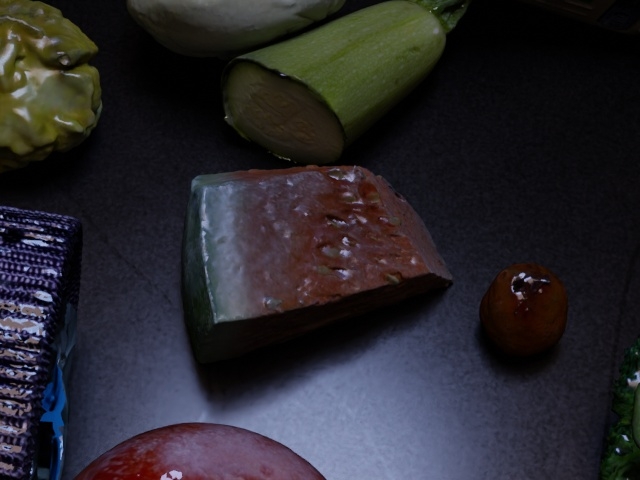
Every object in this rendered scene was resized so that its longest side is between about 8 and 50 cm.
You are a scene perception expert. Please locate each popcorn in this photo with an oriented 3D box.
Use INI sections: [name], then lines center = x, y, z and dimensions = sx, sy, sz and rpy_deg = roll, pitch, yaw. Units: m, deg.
[popcorn]
center = -0.304, -0.134, 1.322
dimensions = 0.168, 0.173, 0.195
rpy_deg = 46, 54, -2

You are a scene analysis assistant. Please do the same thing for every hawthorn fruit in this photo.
[hawthorn fruit]
center = 0.184, 0.057, 1.255
dimensions = 0.081, 0.093, 0.081
rpy_deg = 1, 59, -2

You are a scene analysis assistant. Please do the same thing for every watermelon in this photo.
[watermelon]
center = 0.000, 0.000, 1.281
dimensions = 0.256, 0.140, 0.193
rpy_deg = -3, 66, -14

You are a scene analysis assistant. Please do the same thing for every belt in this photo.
[belt]
center = -0.255, 0.124, 1.089
dimensions = 0.122, 0.260, 0.325
rpy_deg = 8, 57, -6

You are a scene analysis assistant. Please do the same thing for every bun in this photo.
[bun]
center = -0.070, -0.252, 1.389
dimensions = 0.229, 0.145, 0.229
rpy_deg = -16, 42, 15

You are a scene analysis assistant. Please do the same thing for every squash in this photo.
[squash]
center = 0.049, -0.165, 1.389
dimensions = 0.287, 0.137, 0.137
rpy_deg = -28, 63, -33

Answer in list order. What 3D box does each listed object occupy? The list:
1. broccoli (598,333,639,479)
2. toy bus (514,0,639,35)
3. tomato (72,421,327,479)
[broccoli]
center = 0.334, 0.159, 1.087
dimensions = 0.297, 0.297, 0.298
rpy_deg = -16, 56, 24
[toy bus]
center = 0.248, -0.312, 1.421
dimensions = 0.289, 0.139, 0.157
rpy_deg = 14, 61, -18
[tomato]
center = -0.090, 0.271, 1.028
dimensions = 0.270, 0.227, 0.270
rpy_deg = 17, 43, -17
